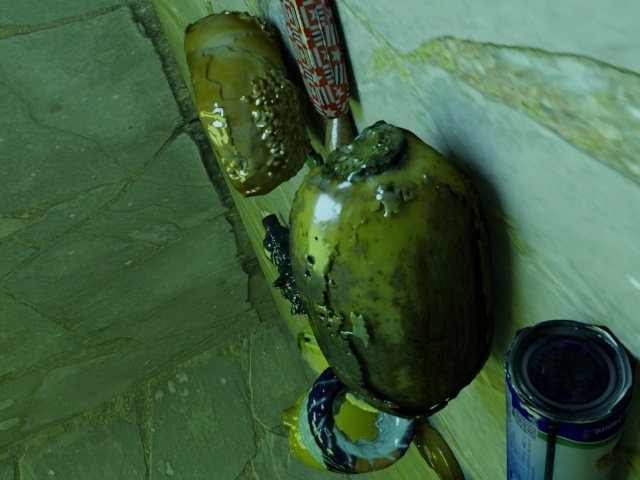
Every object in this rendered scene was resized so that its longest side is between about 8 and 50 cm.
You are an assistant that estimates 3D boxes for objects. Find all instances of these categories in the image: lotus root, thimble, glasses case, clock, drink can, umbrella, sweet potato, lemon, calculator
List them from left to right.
[{"bbox_3d":[-0.105,0.061,1.809,0.154,0.128,0.337,89,156,-72],"label":"umbrella"},{"bbox_3d":[-0.005,-0.243,0.734,0.073,0.049,0.195,53,165,53],"label":"glasses case"},{"bbox_3d":[-0.001,-0.118,1.115,0.141,0.019,0.094,61,172,15],"label":"calculator"},{"bbox_3d":[0.046,0.511,1.671,0.245,0.319,0.245,-170,90,-81],"label":"lemon"},{"bbox_3d":[0.066,0.307,1.499,0.293,0.071,0.277,1,131,56],"label":"clock"},{"bbox_3d":[0.077,0.356,1.248,0.237,0.237,0.150,61,156,16],"label":"thimble"},{"bbox_3d":[0.058,-0.063,0.832,0.281,0.059,0.067,62,161,1],"label":"sweet potato"},{"bbox_3d":[0.080,0.056,0.648,0.179,0.195,0.398,-119,7,-48],"label":"lotus root"},{"bbox_3d":[0.212,0.176,0.538,0.097,0.097,0.235,53,165,47],"label":"drink can"}]

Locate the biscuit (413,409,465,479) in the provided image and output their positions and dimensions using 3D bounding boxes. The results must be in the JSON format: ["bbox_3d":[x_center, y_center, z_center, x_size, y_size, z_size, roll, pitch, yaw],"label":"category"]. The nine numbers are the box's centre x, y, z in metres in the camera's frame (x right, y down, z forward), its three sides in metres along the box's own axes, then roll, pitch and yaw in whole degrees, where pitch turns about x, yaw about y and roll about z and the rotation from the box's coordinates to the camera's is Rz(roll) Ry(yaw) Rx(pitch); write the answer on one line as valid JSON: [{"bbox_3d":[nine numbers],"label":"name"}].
[{"bbox_3d":[0.224,0.423,1.270,0.236,0.039,0.180,42,155,60],"label":"biscuit"}]

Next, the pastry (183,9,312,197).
[{"bbox_3d":[-0.107,-0.226,0.979,0.255,0.161,0.311,60,-172,-59],"label":"pastry"}]
